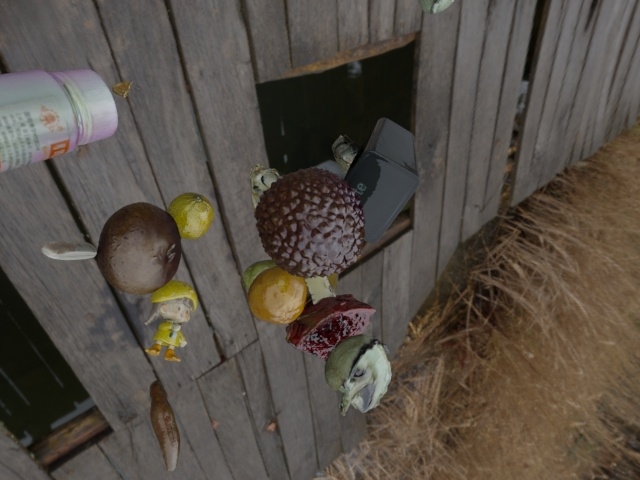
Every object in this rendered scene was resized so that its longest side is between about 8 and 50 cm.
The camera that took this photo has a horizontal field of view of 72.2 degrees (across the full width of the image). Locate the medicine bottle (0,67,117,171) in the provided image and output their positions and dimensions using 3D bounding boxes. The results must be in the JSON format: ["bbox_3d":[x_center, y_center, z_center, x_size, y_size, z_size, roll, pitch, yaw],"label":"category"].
[{"bbox_3d":[-0.747,-0.312,1.115,0.388,0.219,0.219,-38,141,-46],"label":"medicine bottle"}]

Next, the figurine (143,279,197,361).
[{"bbox_3d":[-0.650,0.335,1.898,0.215,0.187,0.343,61,27,-53],"label":"figurine"}]

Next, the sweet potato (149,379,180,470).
[{"bbox_3d":[-0.415,0.471,1.159,0.058,0.255,0.078,-18,145,-18],"label":"sweet potato"}]

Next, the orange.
[{"bbox_3d":[-0.107,0.145,1.122,0.159,0.136,0.158,-14,132,-16],"label":"orange"}]

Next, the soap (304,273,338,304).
[{"bbox_3d":[0.004,0.061,1.295,0.233,0.076,0.135,-76,148,-55],"label":"soap"}]

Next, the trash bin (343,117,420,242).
[{"bbox_3d":[0.111,-0.133,0.874,0.165,0.115,0.225,-58,-172,34],"label":"trash bin"}]

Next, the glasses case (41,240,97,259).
[{"bbox_3d":[-0.938,0.037,1.648,0.051,0.081,0.204,-60,163,12],"label":"glasses case"}]

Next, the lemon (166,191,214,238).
[{"bbox_3d":[-0.560,-0.107,1.882,0.192,0.192,0.231,-10,141,-44],"label":"lemon"}]

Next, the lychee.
[{"bbox_3d":[-0.008,-0.023,0.710,0.188,0.188,0.188,-28,134,-33],"label":"lychee"}]

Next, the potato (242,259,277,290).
[{"bbox_3d":[-0.204,0.155,1.872,0.248,0.169,0.143,-1,79,-23],"label":"potato"}]

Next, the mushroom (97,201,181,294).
[{"bbox_3d":[-0.690,0.010,1.662,0.334,0.356,0.330,-5,119,-50],"label":"mushroom"}]

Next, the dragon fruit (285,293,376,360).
[{"bbox_3d":[-0.010,0.318,1.566,0.302,0.330,0.240,-4,92,-27],"label":"dragon fruit"}]

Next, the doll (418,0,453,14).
[{"bbox_3d":[0.294,-0.658,1.083,0.113,0.274,0.155,7,145,-15],"label":"doll"}]

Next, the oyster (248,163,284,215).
[{"bbox_3d":[-0.198,-0.159,1.638,0.094,0.166,0.294,69,20,-61],"label":"oyster"}]

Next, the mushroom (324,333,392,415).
[{"bbox_3d":[0.104,0.404,1.333,0.247,0.130,0.344,-57,144,-8],"label":"mushroom"}]

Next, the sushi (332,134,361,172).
[{"bbox_3d":[0.096,-0.352,1.780,0.109,0.273,0.134,-37,132,1],"label":"sushi"}]

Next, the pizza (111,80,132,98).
[{"bbox_3d":[-0.700,-0.543,1.571,0.078,0.083,0.025,-40,153,-18],"label":"pizza"}]
